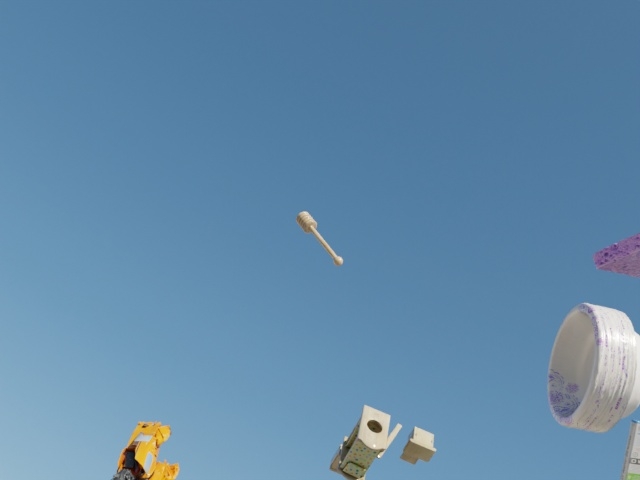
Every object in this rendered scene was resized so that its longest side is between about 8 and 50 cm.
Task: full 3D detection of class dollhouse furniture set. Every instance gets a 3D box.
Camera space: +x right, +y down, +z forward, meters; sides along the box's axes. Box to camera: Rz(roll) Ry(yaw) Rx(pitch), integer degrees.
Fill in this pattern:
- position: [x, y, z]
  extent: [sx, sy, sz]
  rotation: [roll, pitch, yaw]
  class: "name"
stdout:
- position: [0.118, 0.450, 1.576]
  extent: [0.161, 0.101, 0.182]
  rotation: [23, -57, -3]
  class: "dollhouse furniture set"

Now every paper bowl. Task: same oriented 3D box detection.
- position: [0.637, 0.293, 1.799]
  extent: [0.148, 0.284, 0.284]
  rotation: [11, -33, -2]
  class: "paper bowl"

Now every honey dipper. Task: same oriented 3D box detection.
- position: [0.000, 0.000, 1.524]
  extent: [0.161, 0.030, 0.030]
  rotation: [52, -9, 43]
  class: "honey dipper"

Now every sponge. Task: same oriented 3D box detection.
- position: [0.570, 0.029, 1.335]
  extent: [0.210, 0.031, 0.117]
  rotation: [10, -29, -36]
  class: "sponge"

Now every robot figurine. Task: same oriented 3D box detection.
- position: [-0.338, 0.487, 1.478]
  extent: [0.085, 0.291, 0.211]
  rotation: [-4, -61, 5]
  class: "robot figurine"

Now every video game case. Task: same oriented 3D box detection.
- position: [0.504, 0.361, 1.195]
  extent: [0.119, 0.166, 0.015]
  rotation: [13, -3, -21]
  class: "video game case"
